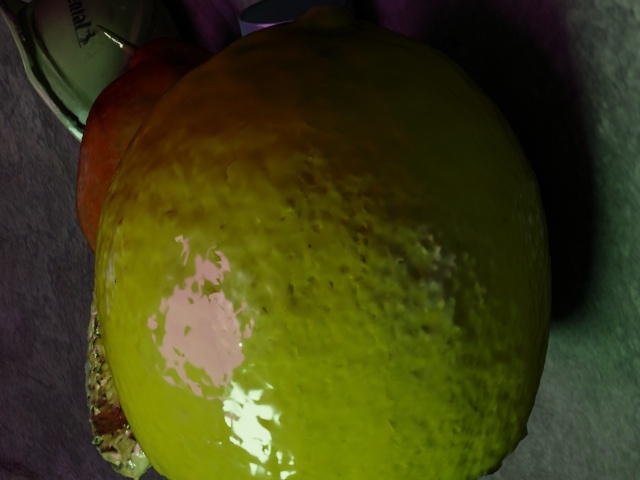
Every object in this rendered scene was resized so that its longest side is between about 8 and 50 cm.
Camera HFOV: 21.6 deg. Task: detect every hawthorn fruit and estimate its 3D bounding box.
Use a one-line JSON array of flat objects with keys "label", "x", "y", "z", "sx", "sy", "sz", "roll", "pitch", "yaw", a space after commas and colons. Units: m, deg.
[{"label": "hawthorn fruit", "x": -0.143, "y": -0.092, "z": 1.615, "sx": 0.210, "sy": 0.210, "sz": 0.262, "roll": -7, "pitch": 101, "yaw": 66}]

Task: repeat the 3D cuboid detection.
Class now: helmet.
[{"label": "helmet", "x": -0.220, "y": -0.209, "z": 1.761, "sx": 0.204, "sy": 0.137, "sz": 0.257, "roll": 34, "pitch": -161, "yaw": -50}]

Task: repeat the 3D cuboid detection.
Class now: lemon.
[{"label": "lemon", "x": 0.000, "y": 0.000, "z": 1.228, "sx": 0.364, "sy": 0.364, "sz": 0.364, "roll": 47, "pitch": 149, "yaw": 39}]

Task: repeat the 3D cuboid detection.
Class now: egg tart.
[{"label": "egg tart", "x": -0.146, "y": 0.095, "z": 1.483, "sx": 0.252, "sy": 0.098, "sz": 0.231, "roll": 173, "pitch": 98, "yaw": -68}]

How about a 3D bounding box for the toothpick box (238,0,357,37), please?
[{"label": "toothpick box", "x": -0.007, "y": -0.127, "z": 1.420, "sx": 0.101, "sy": 0.101, "sz": 0.153, "roll": 25, "pitch": 133, "yaw": 57}]
